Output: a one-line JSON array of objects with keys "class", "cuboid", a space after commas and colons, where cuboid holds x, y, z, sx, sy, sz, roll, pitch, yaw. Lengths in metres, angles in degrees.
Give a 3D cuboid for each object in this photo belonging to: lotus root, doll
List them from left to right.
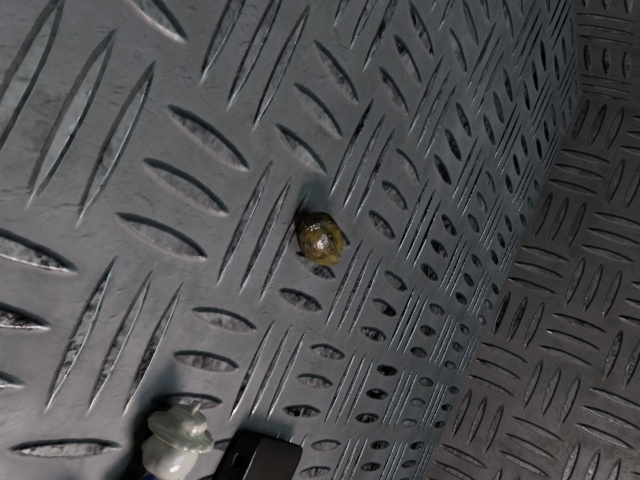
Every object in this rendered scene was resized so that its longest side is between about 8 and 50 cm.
[{"class": "doll", "cuboid": [-0.266, 0.393, 1.105, 0.293, 0.119, 0.138, -64, 161, 3]}, {"class": "lotus root", "cuboid": [0.000, 0.000, 1.341, 0.179, 0.080, 0.089, 60, 42, -62]}]

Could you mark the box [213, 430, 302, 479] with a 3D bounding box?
[{"class": "box", "cuboid": [-0.158, 0.563, 1.459, 0.290, 0.073, 0.289, -64, 153, -11]}]
